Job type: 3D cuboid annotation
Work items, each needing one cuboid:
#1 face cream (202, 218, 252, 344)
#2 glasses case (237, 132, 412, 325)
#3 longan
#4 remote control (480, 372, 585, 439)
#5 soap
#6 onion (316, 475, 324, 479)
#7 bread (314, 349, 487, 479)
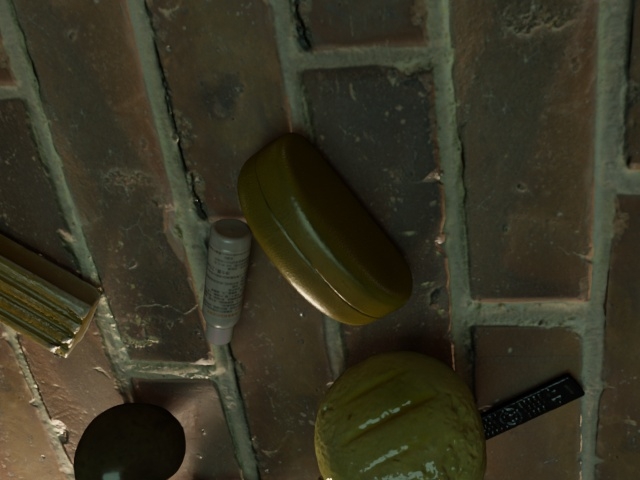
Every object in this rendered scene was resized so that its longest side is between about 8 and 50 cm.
[{"bbox_3d":[-0.186,0.089,1.468,0.082,0.082,0.269,15,123,5],"label":"face cream"},{"bbox_3d":[0.000,0.000,1.313,0.141,0.173,0.371,-30,109,31],"label":"glasses case"},{"bbox_3d":[-0.424,0.477,1.666,0.246,0.246,0.215,-26,142,26],"label":"longan"},{"bbox_3d":[0.401,0.332,1.499,0.245,0.025,0.063,-34,108,28],"label":"remote control"},{"bbox_3d":[-0.612,0.111,1.584,0.274,0.089,0.173,31,124,-5],"label":"soap"},{"bbox_3d":[0.082,0.509,1.597,0.177,0.177,0.153,-18,140,23],"label":"onion"},{"bbox_3d":[0.146,0.365,1.421,0.321,0.320,0.237,-17,131,22],"label":"bread"}]
